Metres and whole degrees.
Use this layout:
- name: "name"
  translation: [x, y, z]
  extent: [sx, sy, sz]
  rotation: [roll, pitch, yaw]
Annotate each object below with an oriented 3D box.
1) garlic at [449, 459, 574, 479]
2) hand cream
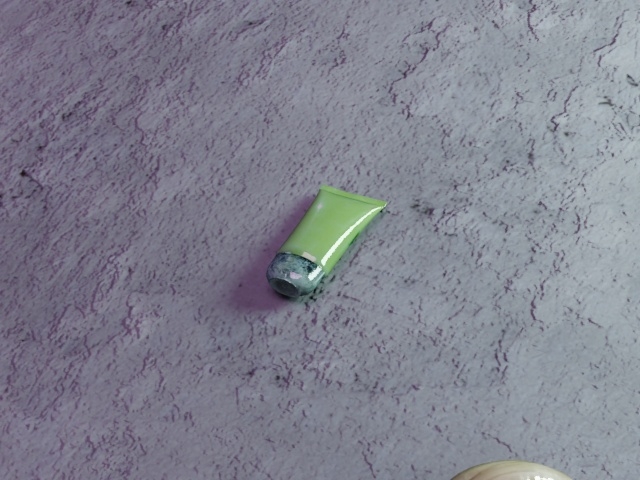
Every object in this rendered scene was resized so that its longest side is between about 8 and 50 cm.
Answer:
- name: "garlic"
  translation: [0.196, 0.278, 1.932]
  extent: [0.206, 0.115, 0.128]
  rotation: [-15, 40, -1]
- name: "hand cream"
  translation: [0.000, 0.000, 2.285]
  extent: [0.095, 0.046, 0.175]
  rotation: [15, 48, 28]
